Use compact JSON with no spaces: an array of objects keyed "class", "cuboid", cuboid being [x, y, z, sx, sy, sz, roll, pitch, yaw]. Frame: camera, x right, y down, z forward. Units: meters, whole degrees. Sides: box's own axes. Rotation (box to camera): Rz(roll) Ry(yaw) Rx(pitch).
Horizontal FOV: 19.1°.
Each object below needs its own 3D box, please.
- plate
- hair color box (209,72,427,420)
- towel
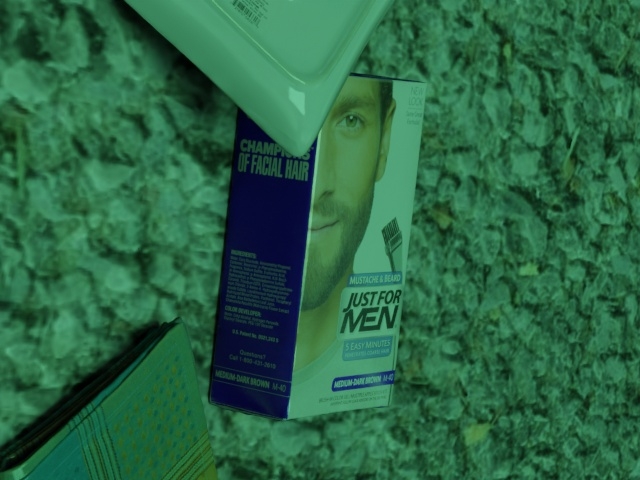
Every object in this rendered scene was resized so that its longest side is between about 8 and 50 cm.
[{"class":"plate","cuboid":[-0.040,-0.264,1.738,0.277,0.045,0.278,43,61,-25]},{"class":"hair color box","cuboid":[0.000,0.000,1.899,0.185,0.110,0.339,-2,98,-54]},{"class":"towel","cuboid":[-0.179,0.292,1.770,0.271,0.040,0.370,-42,131,-44]}]
